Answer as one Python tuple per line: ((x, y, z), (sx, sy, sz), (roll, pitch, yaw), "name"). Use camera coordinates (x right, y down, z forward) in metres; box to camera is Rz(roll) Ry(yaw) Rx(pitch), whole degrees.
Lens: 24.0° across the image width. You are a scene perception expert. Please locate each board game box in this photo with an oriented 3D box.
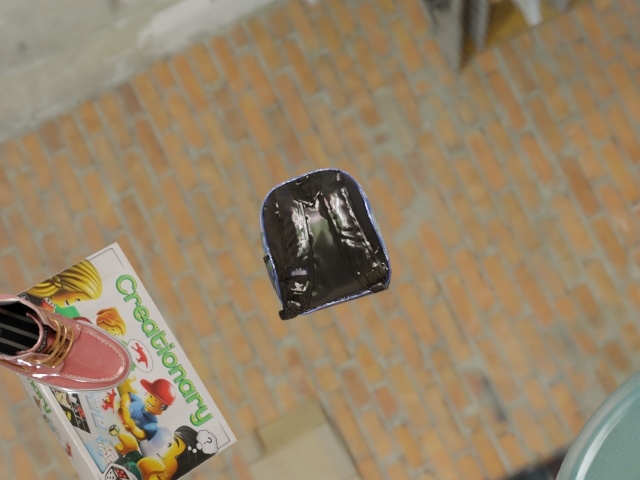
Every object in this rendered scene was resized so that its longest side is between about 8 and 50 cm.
((-0.264, 0.177, 1.907), (0.305, 0.193, 0.053), (58, 147, 1), "board game box")

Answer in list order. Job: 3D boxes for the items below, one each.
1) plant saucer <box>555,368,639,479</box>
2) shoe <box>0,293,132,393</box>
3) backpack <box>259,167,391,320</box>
((0.295, 0.205, 1.081), (0.044, 0.318, 0.317), (35, -159, -46), "plant saucer")
((-0.231, 0.087, 1.251), (0.178, 0.063, 0.081), (21, 171, -24), "shoe")
((0.000, 0.000, 1.290), (0.084, 0.105, 0.114), (71, -179, -88), "backpack")
